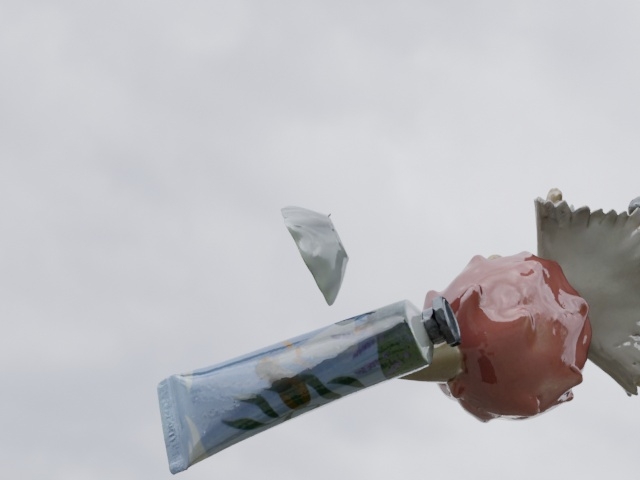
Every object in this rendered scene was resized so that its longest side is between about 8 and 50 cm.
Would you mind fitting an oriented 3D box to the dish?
[{"bbox_3d":[0.000,0.000,1.567,0.039,0.137,0.091,-27,-72,3],"label":"dish"}]

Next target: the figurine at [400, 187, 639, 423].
[{"bbox_3d":[0.192,0.076,1.596,0.166,0.387,0.207,-16,-81,60],"label":"figurine"}]

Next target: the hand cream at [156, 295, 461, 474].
[{"bbox_3d":[-0.014,0.114,1.465,0.271,0.091,0.058,-21,-30,13],"label":"hand cream"}]
